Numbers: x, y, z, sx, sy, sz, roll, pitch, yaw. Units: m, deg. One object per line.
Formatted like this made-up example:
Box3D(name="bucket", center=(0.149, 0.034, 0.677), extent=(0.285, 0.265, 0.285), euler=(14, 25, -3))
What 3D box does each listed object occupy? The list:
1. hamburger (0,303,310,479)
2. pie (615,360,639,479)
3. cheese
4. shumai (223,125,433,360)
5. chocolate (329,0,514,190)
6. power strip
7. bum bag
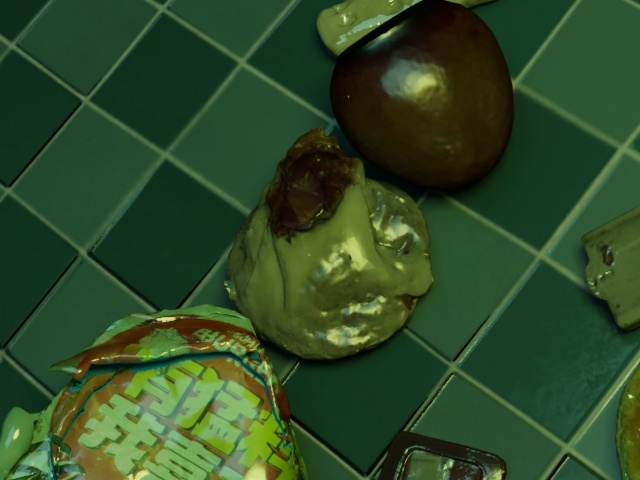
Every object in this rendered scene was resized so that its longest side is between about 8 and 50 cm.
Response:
Box3D(name="hamburger", center=(-0.143, 0.201, 1.254), extent=(0.276, 0.150, 0.261), euler=(-29, 78, -12))
Box3D(name="pie", center=(0.362, 0.140, 1.090), extent=(0.302, 0.067, 0.303), euler=(-20, 50, 26))
Box3D(name="cheese", center=(0.089, -0.233, 1.402), extent=(0.194, 0.043, 0.065), euler=(-22, 63, 10))
Box3D(name="shumai", center=(0.000, 0.000, 1.290), extent=(0.201, 0.120, 0.201), euler=(-7, 63, 15))
Box3D(name="chocolate", center=(0.096, -0.124, 1.299), extent=(0.176, 0.177, 0.177), euler=(-7, 66, 16))
Box3D(name="power strip", center=(0.340, -0.020, 1.187), extent=(0.268, 0.034, 0.092), euler=(-30, 64, 23))
Box3D(name="bum bag", center=(0.087, 0.242, 1.211), extent=(0.109, 0.026, 0.159), euler=(12, 67, 23))
